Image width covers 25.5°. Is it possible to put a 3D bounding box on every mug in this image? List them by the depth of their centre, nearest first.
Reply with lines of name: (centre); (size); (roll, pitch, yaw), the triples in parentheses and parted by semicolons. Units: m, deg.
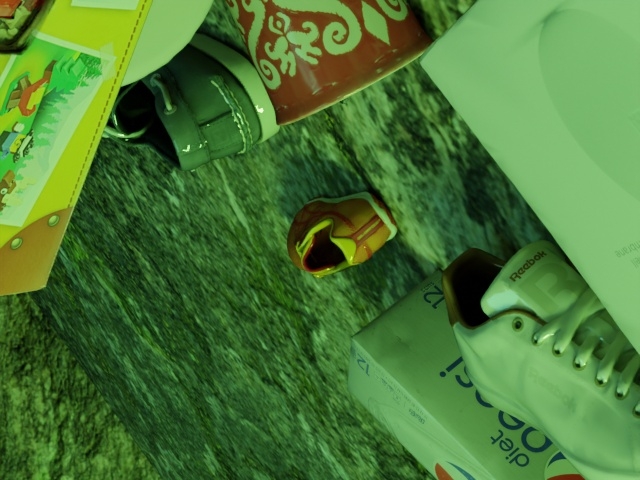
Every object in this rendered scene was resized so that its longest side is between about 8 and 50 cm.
mug: (-0.029, -0.168, 0.908); (0.150, 0.113, 0.169); (-20, 103, 40)

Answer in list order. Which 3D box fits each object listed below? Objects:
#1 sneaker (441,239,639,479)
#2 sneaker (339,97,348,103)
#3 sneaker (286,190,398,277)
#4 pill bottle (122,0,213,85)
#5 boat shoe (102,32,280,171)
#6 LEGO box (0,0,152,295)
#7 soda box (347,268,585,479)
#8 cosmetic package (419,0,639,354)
sneaker: (0.165, 0.072, 0.887); (0.290, 0.106, 0.123); (17, 141, 58)
sneaker: (-0.003, -0.128, 1.033); (0.069, 0.038, 0.098); (50, 167, 6)
sneaker: (0.000, 0.000, 1.169); (0.064, 0.067, 0.175); (53, 160, -3)
pill bottle: (-0.264, -0.261, 1.108); (0.392, 0.224, 0.224); (27, 145, 49)
boat shoe: (-0.163, -0.138, 1.250); (0.319, 0.099, 0.116); (28, 147, 48)
LEGO box: (-0.247, -0.270, 0.771); (0.372, 0.193, 0.500); (41, 119, 30)
soda box: (0.148, 0.160, 1.064); (0.286, 0.098, 0.091); (43, 156, 23)
cosmetic package: (0.193, -0.059, 0.598); (0.224, 0.138, 0.224); (55, 158, 1)
